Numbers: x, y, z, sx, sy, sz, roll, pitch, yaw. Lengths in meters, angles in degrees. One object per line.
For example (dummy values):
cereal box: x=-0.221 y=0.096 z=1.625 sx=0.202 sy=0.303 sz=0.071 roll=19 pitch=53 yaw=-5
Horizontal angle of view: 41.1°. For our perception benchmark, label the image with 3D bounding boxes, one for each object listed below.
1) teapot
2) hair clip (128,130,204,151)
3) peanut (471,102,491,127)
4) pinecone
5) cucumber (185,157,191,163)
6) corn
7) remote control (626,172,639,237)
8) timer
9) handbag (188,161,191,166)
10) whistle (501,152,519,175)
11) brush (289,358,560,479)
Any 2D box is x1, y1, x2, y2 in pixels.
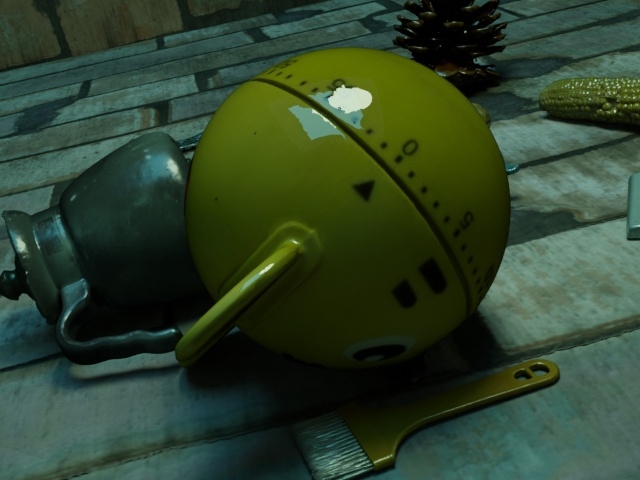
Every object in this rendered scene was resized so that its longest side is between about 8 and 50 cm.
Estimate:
teapot: x=-0.269 y=0.039 z=1.106 sx=0.285 sy=0.305 sz=0.223 roll=-23 pitch=-16 yaw=-9
hair clip: x=-0.287 y=-0.211 z=1.786 sx=0.229 sy=0.036 sz=0.066 roll=-12 pitch=28 yaw=-15
peanut: x=0.199 y=-0.194 z=1.481 sx=0.193 sy=0.089 sz=0.089 roll=-7 pitch=25 yaw=9
pinecone: x=0.272 y=-0.433 z=1.771 sx=0.264 sy=0.264 sz=0.264 roll=-10 pitch=24 yaw=4
cucumber: x=-0.309 y=-0.134 z=1.635 sx=0.133 sy=0.032 sz=0.032 roll=-7 pitch=25 yaw=14
corn: x=0.495 y=-0.234 z=1.439 sx=0.086 sy=0.086 sz=0.288 roll=-28 pitch=27 yaw=-32
remote control: x=0.435 y=-0.050 z=1.124 sx=0.061 sy=0.029 sz=0.162 roll=-3 pitch=26 yaw=21
timer: x=0.000 y=0.000 z=0.887 sx=0.387 sy=0.376 sz=0.376 roll=-45 pitch=35 yaw=-14
handbag: x=-0.178 y=-0.072 z=1.398 sx=0.175 sy=0.088 sz=0.270 roll=-35 pitch=32 yaw=-26
whistle: x=0.159 y=-0.095 z=1.278 sx=0.274 sy=0.093 sz=0.186 roll=-4 pitch=25 yaw=23
brush: x=0.110 y=0.164 z=0.825 sx=0.272 sy=0.013 sz=0.103 roll=-17 pitch=25 yaw=-13
